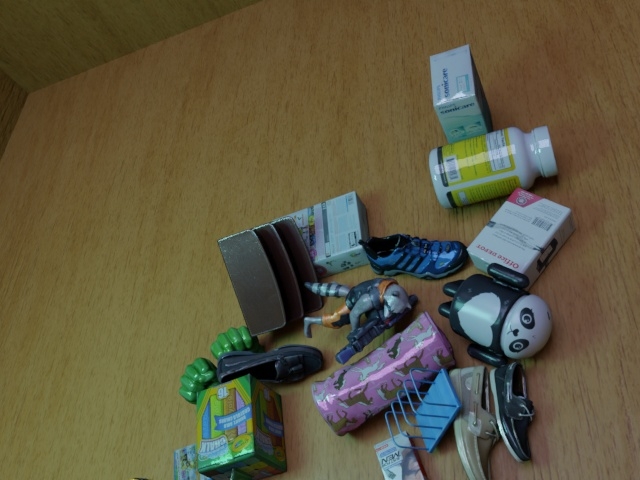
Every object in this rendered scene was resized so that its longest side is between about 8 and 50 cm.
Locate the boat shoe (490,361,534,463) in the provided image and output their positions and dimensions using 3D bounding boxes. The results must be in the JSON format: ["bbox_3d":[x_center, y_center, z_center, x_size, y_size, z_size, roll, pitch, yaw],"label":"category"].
[{"bbox_3d":[0.456,0.396,1.495,0.079,0.084,0.233,-29,45,32],"label":"boat shoe"}]

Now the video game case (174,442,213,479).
[{"bbox_3d":[-0.347,0.638,1.840,0.166,0.015,0.119,-22,50,15],"label":"video game case"}]

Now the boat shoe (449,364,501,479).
[{"bbox_3d":[0.373,0.434,1.512,0.098,0.109,0.302,-17,46,20],"label":"boat shoe"}]

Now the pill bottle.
[{"bbox_3d":[0.496,-0.215,1.843,0.333,0.188,0.188,-13,53,21],"label":"pill bottle"}]

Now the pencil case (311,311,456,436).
[{"bbox_3d":[0.158,0.347,1.661,0.386,0.167,0.160,-34,80,4],"label":"pencil case"}]

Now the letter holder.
[{"bbox_3d":[-0.139,0.100,1.906,0.214,0.152,0.302,-18,92,16],"label":"letter holder"}]

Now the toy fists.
[{"bbox_3d":[-0.296,0.374,1.902,0.279,0.142,0.096,-44,37,-4],"label":"toy fists"}]

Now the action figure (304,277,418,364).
[{"bbox_3d":[0.090,0.186,1.737,0.330,0.179,0.341,-13,14,41],"label":"action figure"}]

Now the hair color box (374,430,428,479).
[{"bbox_3d":[0.202,0.560,1.553,0.093,0.053,0.167,-28,50,9],"label":"hair color box"}]

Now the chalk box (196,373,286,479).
[{"bbox_3d":[-0.211,0.542,1.721,0.179,0.180,0.289,-22,51,15],"label":"chalk box"}]

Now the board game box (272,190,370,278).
[{"bbox_3d":[0.000,0.000,2.038,0.303,0.097,0.224,-17,51,18],"label":"board game box"}]

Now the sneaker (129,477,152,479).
[{"bbox_3d":[-0.480,0.749,1.792,0.084,0.083,0.215,-46,49,-8],"label":"sneaker"}]

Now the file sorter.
[{"bbox_3d":[0.240,0.404,1.536,0.118,0.104,0.170,-107,33,-53],"label":"file sorter"}]

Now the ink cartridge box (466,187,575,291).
[{"bbox_3d":[0.538,-0.002,1.726,0.172,0.100,0.237,32,76,41],"label":"ink cartridge box"}]

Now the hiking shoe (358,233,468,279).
[{"bbox_3d":[0.265,0.040,1.831,0.303,0.132,0.113,-7,55,26],"label":"hiking shoe"}]

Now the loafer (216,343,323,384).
[{"bbox_3d":[-0.141,0.364,1.801,0.302,0.109,0.095,-4,25,-1],"label":"loafer"}]

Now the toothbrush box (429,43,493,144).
[{"bbox_3d":[0.432,-0.399,1.937,0.126,0.295,0.216,-13,52,22],"label":"toothbrush box"}]

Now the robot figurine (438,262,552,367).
[{"bbox_3d":[0.433,0.185,1.602,0.278,0.209,0.173,23,59,39],"label":"robot figurine"}]
